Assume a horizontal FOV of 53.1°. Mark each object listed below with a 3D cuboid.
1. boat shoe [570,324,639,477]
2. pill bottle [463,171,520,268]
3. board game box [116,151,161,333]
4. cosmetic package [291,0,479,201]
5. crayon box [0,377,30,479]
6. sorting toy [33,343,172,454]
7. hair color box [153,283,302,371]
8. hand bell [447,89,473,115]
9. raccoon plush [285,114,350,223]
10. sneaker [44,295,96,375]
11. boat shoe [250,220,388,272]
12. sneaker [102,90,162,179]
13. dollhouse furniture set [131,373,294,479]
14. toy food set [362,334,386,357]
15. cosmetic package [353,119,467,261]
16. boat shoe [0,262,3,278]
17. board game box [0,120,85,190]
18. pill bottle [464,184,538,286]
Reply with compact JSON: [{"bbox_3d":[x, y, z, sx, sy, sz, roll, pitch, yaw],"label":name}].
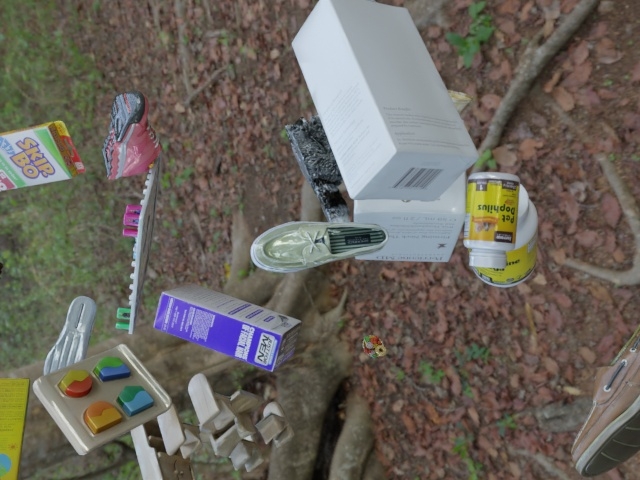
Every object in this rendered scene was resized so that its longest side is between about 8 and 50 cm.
[{"bbox_3d":[0.512,0.255,1.064,0.307,0.110,0.104,-57,36,16],"label":"boat shoe"},{"bbox_3d":[0.394,-0.045,1.478,0.117,0.117,0.215,4,90,61],"label":"pill bottle"},{"bbox_3d":[-0.496,-0.013,1.754,0.390,0.050,0.390,-98,20,-54],"label":"board game box"},{"bbox_3d":[0.115,-0.275,1.228,0.156,0.217,0.385,-47,53,46],"label":"cosmetic package"},{"bbox_3d":[-0.746,0.449,1.365,0.081,0.202,0.318,117,151,-42],"label":"crayon box"},{"bbox_3d":[-0.432,0.305,1.284,0.193,0.208,0.038,42,130,24],"label":"sorting toy"},{"bbox_3d":[-0.238,0.222,1.685,0.339,0.185,0.110,16,98,13],"label":"hair color box"},{"bbox_3d":[0.332,-0.281,1.753,0.126,0.126,0.242,36,126,49],"label":"hand bell"},{"bbox_3d":[0.089,-0.268,2.056,0.216,0.299,0.446,173,74,-85],"label":"raccoon plush"},{"bbox_3d":[-0.656,0.280,1.710,0.091,0.094,0.258,114,172,-66],"label":"sneaker"},{"bbox_3d":[0.000,0.000,1.377,0.094,0.302,0.109,135,125,-77],"label":"boat shoe"},{"bbox_3d":[-0.464,-0.271,1.633,0.314,0.136,0.116,-48,54,50],"label":"sneaker"},{"bbox_3d":[-0.359,0.561,1.937,0.362,0.394,0.256,36,-164,-48],"label":"dollhouse furniture set"},{"bbox_3d":[0.182,0.362,2.192,0.020,0.082,0.083,123,137,-52],"label":"toy food set"},{"bbox_3d":[0.273,-0.151,2.042,0.394,0.329,0.327,81,-169,-68],"label":"cosmetic package"},{"bbox_3d":[-0.531,0.039,0.989,0.073,0.073,0.207,114,145,-49],"label":"boat shoe"},{"bbox_3d":[-0.649,-0.180,1.401,0.039,0.259,0.124,-74,-29,-57],"label":"board game box"},{"bbox_3d":[0.491,-0.021,1.737,0.188,0.188,0.334,53,176,33],"label":"pill bottle"}]
